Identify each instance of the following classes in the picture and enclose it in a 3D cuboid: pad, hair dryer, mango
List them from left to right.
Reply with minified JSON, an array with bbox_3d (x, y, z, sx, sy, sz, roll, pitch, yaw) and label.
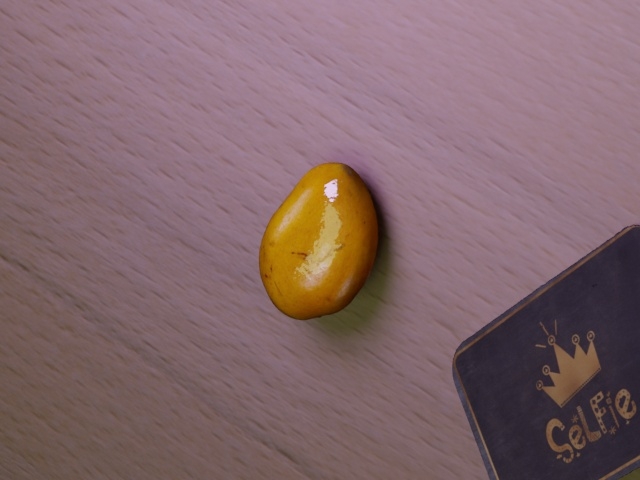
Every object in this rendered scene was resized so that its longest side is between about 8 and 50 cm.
[{"bbox_3d":[0.000,0.000,2.036,0.145,0.112,0.219,34,127,19],"label":"mango"},{"bbox_3d":[0.283,0.192,1.879,0.375,0.063,0.315,-42,60,43],"label":"pad"},{"bbox_3d":[0.372,0.158,1.888,0.047,0.082,0.137,16,101,50],"label":"hair dryer"}]
